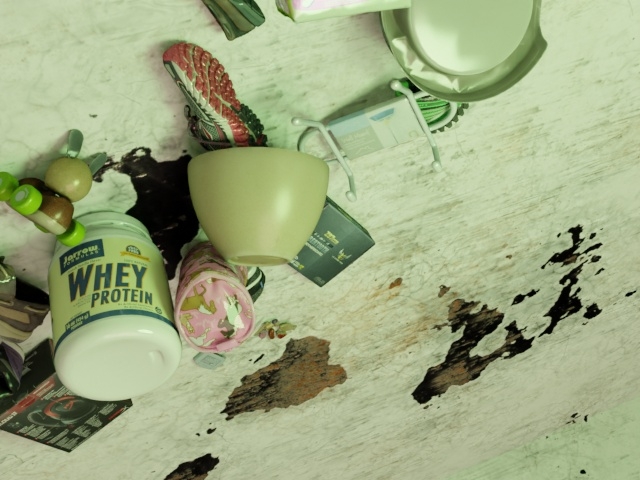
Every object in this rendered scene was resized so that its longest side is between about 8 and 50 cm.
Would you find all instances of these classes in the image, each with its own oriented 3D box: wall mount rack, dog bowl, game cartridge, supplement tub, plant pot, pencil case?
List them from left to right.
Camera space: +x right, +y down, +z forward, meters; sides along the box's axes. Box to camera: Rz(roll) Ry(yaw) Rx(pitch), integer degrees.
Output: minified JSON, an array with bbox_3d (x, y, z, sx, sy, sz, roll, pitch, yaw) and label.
[{"bbox_3d":[-0.413,0.125,1.589,0.236,0.324,0.235,-12,139,-11],"label":"supplement tub"},{"bbox_3d":[-0.295,0.315,2.121,0.056,0.017,0.083,-42,139,10],"label":"game cartridge"},{"bbox_3d":[-0.220,0.110,1.660,0.167,0.386,0.160,32,94,-11],"label":"pencil case"},{"bbox_3d":[-0.123,-0.052,1.591,0.284,0.190,0.284,0,167,0],"label":"plant pot"},{"bbox_3d":[0.101,-0.222,1.626,0.350,0.130,0.304,-18,140,17],"label":"wall mount rack"},{"bbox_3d":[0.268,-0.439,1.501,0.349,0.102,0.348,-6,112,-15],"label":"dog bowl"}]

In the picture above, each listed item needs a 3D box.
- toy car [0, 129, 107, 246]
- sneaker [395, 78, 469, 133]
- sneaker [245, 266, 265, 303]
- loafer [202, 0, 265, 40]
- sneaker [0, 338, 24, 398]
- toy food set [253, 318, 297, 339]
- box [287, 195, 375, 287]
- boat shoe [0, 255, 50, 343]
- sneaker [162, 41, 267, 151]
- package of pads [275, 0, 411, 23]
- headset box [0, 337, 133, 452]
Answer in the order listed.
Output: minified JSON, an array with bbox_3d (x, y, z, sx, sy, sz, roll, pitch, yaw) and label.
[{"bbox_3d":[-0.486,-0.112,1.497,0.188,0.149,0.155,-57,146,-12],"label":"toy car"},{"bbox_3d":[0.303,-0.370,1.659,0.343,0.134,0.146,-44,138,18],"label":"sneaker"},{"bbox_3d":[-0.225,0.139,1.924,0.217,0.079,0.121,-33,139,2],"label":"sneaker"},{"bbox_3d":[-0.199,-0.421,1.339,0.084,0.096,0.267,-37,142,18],"label":"loafer"},{"bbox_3d":[-0.728,0.225,1.654,0.107,0.124,0.283,-38,128,11],"label":"sneaker"},{"bbox_3d":[-0.126,0.238,2.140,0.078,0.019,0.122,-44,146,17],"label":"toy food set"},{"bbox_3d":[0.000,0.000,1.928,0.183,0.059,0.233,-39,139,10],"label":"box"},{"bbox_3d":[-0.665,0.081,1.580,0.130,0.132,0.355,-41,149,-2],"label":"boat shoe"},{"bbox_3d":[-0.211,-0.239,1.509,0.112,0.120,0.299,-13,138,20],"label":"sneaker"},{"bbox_3d":[0.029,-0.506,1.268,0.229,0.101,0.296,-13,124,-17],"label":"package of pads"},{"bbox_3d":[-0.629,0.368,1.900,0.218,0.110,0.293,-37,140,9],"label":"headset box"}]
